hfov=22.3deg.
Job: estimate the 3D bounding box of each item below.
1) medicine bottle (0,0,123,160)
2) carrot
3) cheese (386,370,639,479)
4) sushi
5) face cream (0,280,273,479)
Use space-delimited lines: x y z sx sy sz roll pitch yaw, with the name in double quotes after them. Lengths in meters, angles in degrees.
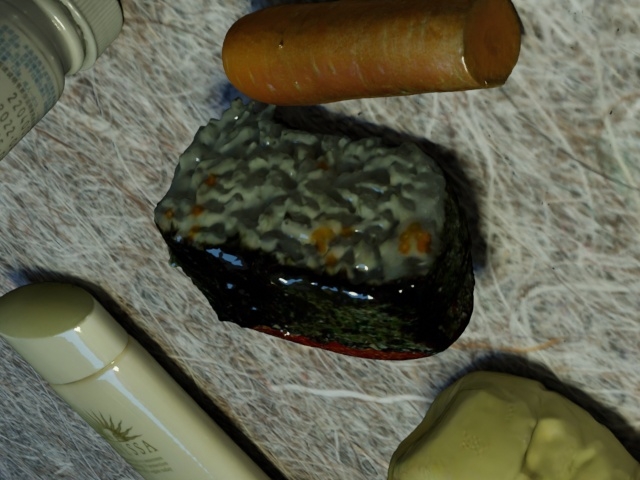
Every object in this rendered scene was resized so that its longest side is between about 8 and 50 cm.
-0.230 -0.129 1.157 0.105 0.168 0.105 29 151 18 "medicine bottle"
0.019 -0.116 0.987 0.225 0.067 0.067 2 136 47 "carrot"
0.162 0.201 1.262 0.214 0.117 0.226 33 158 3 "cheese"
0.000 0.000 1.115 0.225 0.136 0.126 20 157 22 "sushi"
-0.185 0.177 1.674 0.348 0.081 0.173 49 151 -20 "face cream"
